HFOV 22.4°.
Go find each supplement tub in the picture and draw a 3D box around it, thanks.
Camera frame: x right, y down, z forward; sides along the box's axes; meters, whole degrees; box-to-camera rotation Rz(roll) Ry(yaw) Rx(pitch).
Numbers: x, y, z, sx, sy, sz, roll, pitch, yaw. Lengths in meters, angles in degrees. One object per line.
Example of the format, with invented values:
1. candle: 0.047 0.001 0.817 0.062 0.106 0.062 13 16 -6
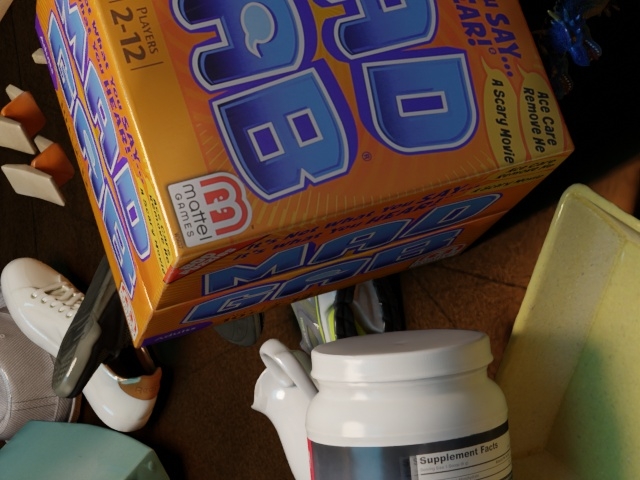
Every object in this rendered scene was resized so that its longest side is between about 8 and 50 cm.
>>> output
1. supplement tub: 0.086 0.229 1.515 0.191 0.191 0.272 -2 95 47

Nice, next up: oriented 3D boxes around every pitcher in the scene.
1. pitcher: 0.010 0.203 1.726 0.207 0.125 0.178 47 169 24

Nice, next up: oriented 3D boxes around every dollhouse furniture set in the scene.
1. dollhouse furniture set: -0.228 -0.129 1.895 0.135 0.262 0.259 17 142 43

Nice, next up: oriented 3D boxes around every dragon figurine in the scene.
1. dragon figurine: 0.211 -0.272 1.452 0.085 0.144 0.289 -24 79 46

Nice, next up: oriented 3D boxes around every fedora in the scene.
1. fedora: -0.454 0.191 2.261 0.275 0.124 0.243 29 116 41

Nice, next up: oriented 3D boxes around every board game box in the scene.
1. board game box: -0.040 -0.147 1.501 0.356 0.356 0.356 126 127 -71

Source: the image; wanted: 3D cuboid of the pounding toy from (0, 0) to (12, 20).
1. pounding toy: -0.497 -0.369 2.235 0.141 0.100 0.130 -47 63 41

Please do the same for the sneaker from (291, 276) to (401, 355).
1. sneaker: 0.000 0.000 1.756 0.121 0.111 0.300 -5 90 52

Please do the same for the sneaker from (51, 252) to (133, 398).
1. sneaker: -0.237 0.112 1.976 0.130 0.227 0.087 36 143 -17

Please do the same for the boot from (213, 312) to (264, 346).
1. boot: -0.071 -0.018 1.798 0.085 0.178 0.236 9 127 36

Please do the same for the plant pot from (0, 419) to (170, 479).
1. plant pot: -0.302 0.340 2.067 0.234 0.165 0.165 -6 118 38

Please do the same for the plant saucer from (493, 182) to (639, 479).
1. plant saucer: 0.313 0.161 1.460 0.333 0.081 0.333 37 122 37

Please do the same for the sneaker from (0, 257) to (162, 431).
1. sneaker: -0.300 0.104 2.099 0.290 0.106 0.123 45 131 19
